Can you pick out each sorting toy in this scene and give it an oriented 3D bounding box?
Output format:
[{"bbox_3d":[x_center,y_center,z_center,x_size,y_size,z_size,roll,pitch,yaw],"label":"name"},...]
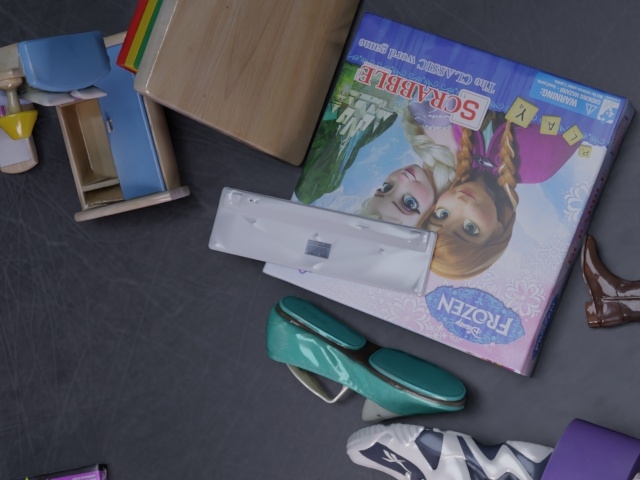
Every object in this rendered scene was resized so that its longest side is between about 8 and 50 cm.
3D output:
[{"bbox_3d":[-0.090,-0.246,2.021,0.089,0.255,0.257,15,84,43],"label":"sorting toy"}]

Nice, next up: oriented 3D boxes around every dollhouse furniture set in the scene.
[{"bbox_3d":[-0.339,-0.103,2.012,0.286,0.303,0.198,-12,94,28],"label":"dollhouse furniture set"}]

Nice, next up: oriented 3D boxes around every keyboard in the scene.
[{"bbox_3d":[0.000,0.000,2.001,0.256,0.014,0.072,12,91,20],"label":"keyboard"}]

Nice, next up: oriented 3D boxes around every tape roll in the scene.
[{"bbox_3d":[0.267,0.281,1.851,0.080,0.189,0.189,19,88,18],"label":"tape roll"}]

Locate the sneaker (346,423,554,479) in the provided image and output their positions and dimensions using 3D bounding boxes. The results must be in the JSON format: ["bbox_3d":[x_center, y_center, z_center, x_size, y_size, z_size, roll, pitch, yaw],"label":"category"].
[{"bbox_3d":[0.134,0.283,1.941,0.235,0.094,0.153,8,76,8],"label":"sneaker"}]

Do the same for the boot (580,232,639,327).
[{"bbox_3d":[0.338,0.039,1.945,0.114,0.037,0.106,-6,93,19],"label":"boot"}]

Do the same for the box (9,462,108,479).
[{"bbox_3d":[-0.292,0.345,2.099,0.116,0.029,0.162,-13,80,15],"label":"box"}]

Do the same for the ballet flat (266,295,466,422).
[{"bbox_3d":[0.045,0.148,2.007,0.247,0.083,0.087,27,115,19],"label":"ballet flat"}]

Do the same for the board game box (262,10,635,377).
[{"bbox_3d":[0.139,-0.054,2.004,0.319,0.066,0.318,20,89,19],"label":"board game box"}]
